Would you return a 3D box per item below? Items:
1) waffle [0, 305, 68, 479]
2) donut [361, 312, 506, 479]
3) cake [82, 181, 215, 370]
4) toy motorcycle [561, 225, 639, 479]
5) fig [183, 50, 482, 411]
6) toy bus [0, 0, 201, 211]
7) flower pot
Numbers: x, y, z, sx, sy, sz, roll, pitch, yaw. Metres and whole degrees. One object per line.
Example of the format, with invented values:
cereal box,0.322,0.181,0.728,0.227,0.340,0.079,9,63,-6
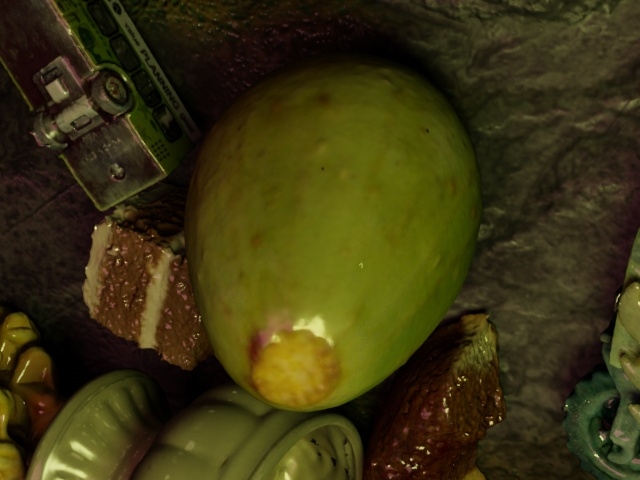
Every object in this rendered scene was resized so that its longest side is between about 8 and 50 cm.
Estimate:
waffle,-0.398,0.225,1.667,0.324,0.151,0.261,-37,58,30
donut,0.101,0.220,1.470,0.151,0.112,0.295,-2,107,25
cake,-0.137,0.027,1.507,0.147,0.135,0.134,30,121,19
toy motorcycle,0.339,0.063,1.259,0.237,0.169,0.410,27,125,22
fig,0.000,0.000,1.313,0.258,0.326,0.258,11,136,10
toy bus,-0.232,-0.187,1.467,0.113,0.139,0.301,-25,100,33
flower pot,-0.122,0.254,1.485,0.244,0.307,0.307,19,117,27
